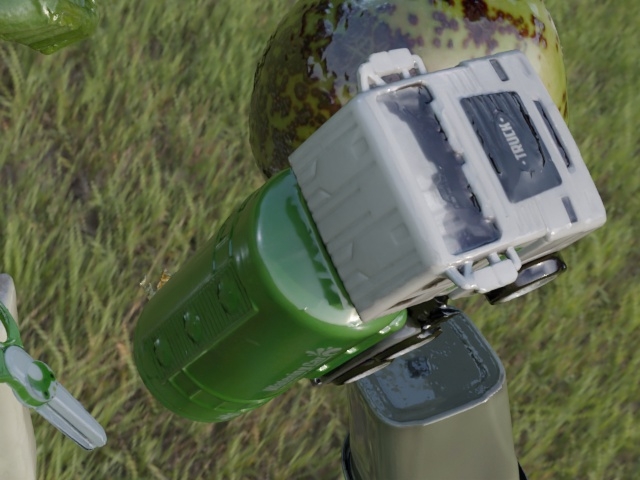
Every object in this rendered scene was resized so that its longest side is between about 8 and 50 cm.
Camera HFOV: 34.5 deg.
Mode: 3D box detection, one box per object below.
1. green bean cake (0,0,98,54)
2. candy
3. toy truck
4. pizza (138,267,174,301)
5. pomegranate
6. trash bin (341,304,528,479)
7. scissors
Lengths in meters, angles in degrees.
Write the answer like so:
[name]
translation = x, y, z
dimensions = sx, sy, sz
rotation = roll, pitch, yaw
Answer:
[green bean cake]
translation = -0.432, -0.415, 1.558
dimensions = 0.222, 0.124, 0.248
rotation = -16, 96, -79
[candy]
translation = -0.531, 0.228, 1.498
dimensions = 0.208, 0.359, 0.145
rotation = -6, 35, -15
[toy truck]
translation = 0.004, 0.012, 0.473
dimensions = 0.125, 0.242, 0.101
rotation = -15, 75, -37
[pizza]
translation = -0.239, 0.152, 1.897
dimensions = 0.280, 0.075, 0.288
rotation = 14, 28, -33
[pomegranate]
translation = 0.068, -0.064, 0.644
dimensions = 0.214, 0.214, 0.248
rotation = 8, 31, -29
[trash bin]
translation = 0.135, 0.234, 1.275
dimensions = 0.219, 0.250, 0.219
rotation = -21, 42, -12
[scissors]
translation = -0.286, 0.141, 1.020
dimensions = 0.204, 0.027, 0.101
rotation = 50, 25, -25
